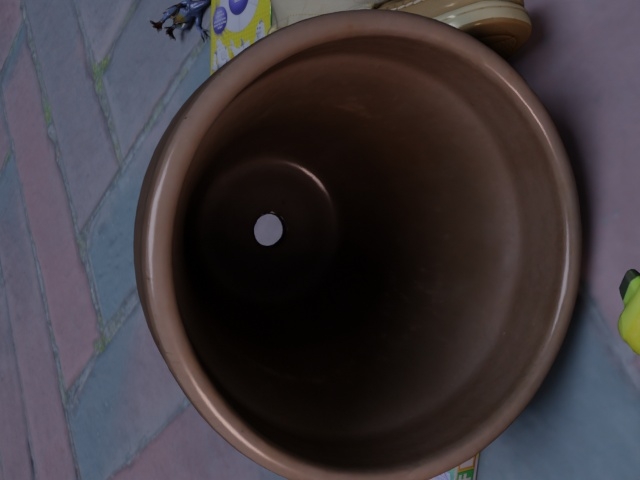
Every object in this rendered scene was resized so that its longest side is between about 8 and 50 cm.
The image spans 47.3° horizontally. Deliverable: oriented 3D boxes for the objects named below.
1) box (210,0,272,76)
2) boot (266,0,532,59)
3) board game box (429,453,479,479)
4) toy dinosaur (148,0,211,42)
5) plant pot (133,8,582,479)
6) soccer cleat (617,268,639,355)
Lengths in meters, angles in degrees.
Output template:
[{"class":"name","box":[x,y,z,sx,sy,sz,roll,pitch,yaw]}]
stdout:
[{"class":"box","box":[-0.063,-0.240,0.704,0.105,0.043,0.179,-3,84,50]},{"class":"boot","box":[0.037,-0.208,0.545,0.262,0.095,0.203,-3,84,54]},{"class":"board game box","box":[0.051,0.158,0.560,0.154,0.026,0.103,12,97,50]},{"class":"toy dinosaur","box":[-0.153,-0.261,0.816,0.082,0.047,0.090,-34,51,24]},{"class":"plant pot","box":[0.000,0.000,0.493,0.229,0.263,0.263,-168,82,-69]},{"class":"soccer cleat","box":[0.247,-0.005,0.284,0.289,0.093,0.121,-44,63,40]}]
